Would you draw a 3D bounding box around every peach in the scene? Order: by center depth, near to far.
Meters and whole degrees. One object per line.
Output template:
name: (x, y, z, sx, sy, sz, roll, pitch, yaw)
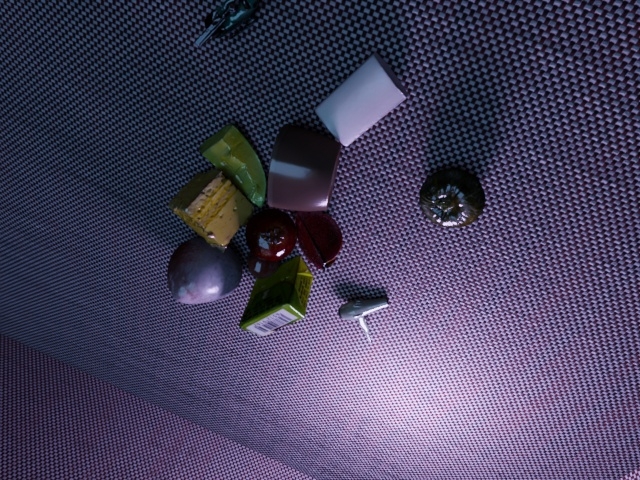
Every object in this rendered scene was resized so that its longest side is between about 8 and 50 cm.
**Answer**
peach: (-0.257, 0.083, 1.808, 0.152, 0.152, 0.152, 8, 123, 13)

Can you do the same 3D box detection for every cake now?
cake: (-0.413, -0.113, 1.635, 0.222, 0.227, 0.286, 15, 151, 52)

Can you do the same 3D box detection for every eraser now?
eraser: (0.133, -0.463, 1.366, 0.270, 0.095, 0.174, -35, 105, 31)

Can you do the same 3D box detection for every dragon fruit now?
dragon fruit: (0.000, 0.000, 1.660, 0.189, 0.163, 0.262, -29, 71, 5)

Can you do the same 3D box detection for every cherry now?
cherry: (-0.514, 0.146, 1.829, 0.326, 0.335, 0.291, 14, 110, -19)

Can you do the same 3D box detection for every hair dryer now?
hair dryer: (0.239, 0.345, 1.863, 0.229, 0.092, 0.267, -32, 121, 25)

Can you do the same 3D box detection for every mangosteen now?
mangosteen: (-0.206, -0.024, 1.683, 0.215, 0.257, 0.215, -1, 95, -14)

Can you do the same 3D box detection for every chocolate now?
chocolate: (-0.184, 0.253, 1.805, 0.301, 0.289, 0.137, -28, 121, 29)

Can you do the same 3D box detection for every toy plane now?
toy plane: (-0.234, -0.742, 1.280, 0.381, 0.155, 0.106, -27, 110, 12)

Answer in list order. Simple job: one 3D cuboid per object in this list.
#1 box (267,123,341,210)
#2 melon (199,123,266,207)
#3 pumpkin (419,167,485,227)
box: (-0.052, -0.250, 1.456, 0.216, 0.301, 0.301, 11, 124, 4)
melon: (-0.319, -0.279, 1.608, 0.196, 0.124, 0.323, -23, 115, 34)
pumpkin: (0.456, -0.144, 1.423, 0.223, 0.157, 0.224, 16, 128, 22)
